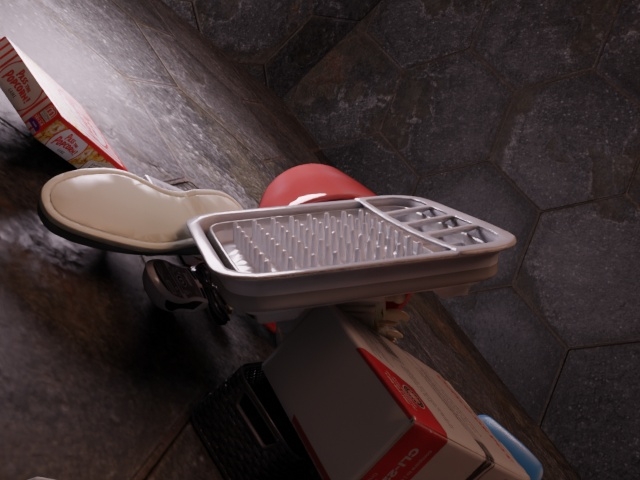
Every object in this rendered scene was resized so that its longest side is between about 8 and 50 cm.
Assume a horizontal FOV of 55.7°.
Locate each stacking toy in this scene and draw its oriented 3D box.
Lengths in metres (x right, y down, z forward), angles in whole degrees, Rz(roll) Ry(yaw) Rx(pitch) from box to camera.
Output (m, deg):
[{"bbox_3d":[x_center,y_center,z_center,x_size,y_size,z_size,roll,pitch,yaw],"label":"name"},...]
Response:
[{"bbox_3d":[0.278,0.408,1.161,0.166,0.175,0.302,43,-1,0],"label":"stacking toy"}]

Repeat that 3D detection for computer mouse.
[{"bbox_3d":[-0.187,0.066,0.813,0.106,0.042,0.193,57,9,18],"label":"computer mouse"}]

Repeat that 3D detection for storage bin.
[{"bbox_3d":[-0.052,0.214,0.716,0.122,0.084,0.180,52,12,20],"label":"storage bin"}]

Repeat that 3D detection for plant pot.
[{"bbox_3d":[0.000,0.000,1.020,0.275,0.275,0.243,42,13,-26],"label":"plant pot"}]

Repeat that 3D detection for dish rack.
[{"bbox_3d":[0.022,0.014,0.714,0.333,0.072,0.285,-6,17,-18],"label":"dish rack"}]

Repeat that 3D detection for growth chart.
[{"bbox_3d":[0.016,0.126,0.779,0.237,0.172,0.021,100,-8,-54],"label":"growth chart"}]

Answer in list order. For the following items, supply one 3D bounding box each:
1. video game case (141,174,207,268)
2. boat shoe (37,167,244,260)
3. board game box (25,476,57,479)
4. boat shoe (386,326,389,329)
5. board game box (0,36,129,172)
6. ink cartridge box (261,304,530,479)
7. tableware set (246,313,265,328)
[{"bbox_3d":[-0.203,-0.016,1.042,0.183,0.023,0.201,54,13,25],"label":"video game case"},{"bbox_3d":[-0.225,-0.014,0.786,0.319,0.099,0.116,2,56,-57],"label":"boat shoe"},{"bbox_3d":[-0.062,0.272,0.310,0.303,0.097,0.224,38,39,-40],"label":"board game box"},{"bbox_3d":[0.056,0.144,1.179,0.130,0.132,0.355,28,25,-56],"label":"boat shoe"},{"bbox_3d":[-0.352,-0.163,0.820,0.147,0.045,0.193,51,-4,15],"label":"board game box"},{"bbox_3d":[0.090,0.210,0.694,0.273,0.114,0.197,36,8,-40],"label":"ink cartridge box"},{"bbox_3d":[-0.128,0.069,0.984,0.154,0.024,0.104,56,17,-15],"label":"tableware set"}]
